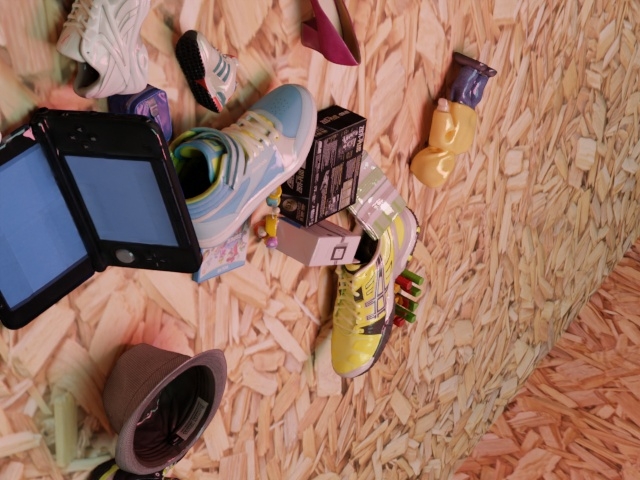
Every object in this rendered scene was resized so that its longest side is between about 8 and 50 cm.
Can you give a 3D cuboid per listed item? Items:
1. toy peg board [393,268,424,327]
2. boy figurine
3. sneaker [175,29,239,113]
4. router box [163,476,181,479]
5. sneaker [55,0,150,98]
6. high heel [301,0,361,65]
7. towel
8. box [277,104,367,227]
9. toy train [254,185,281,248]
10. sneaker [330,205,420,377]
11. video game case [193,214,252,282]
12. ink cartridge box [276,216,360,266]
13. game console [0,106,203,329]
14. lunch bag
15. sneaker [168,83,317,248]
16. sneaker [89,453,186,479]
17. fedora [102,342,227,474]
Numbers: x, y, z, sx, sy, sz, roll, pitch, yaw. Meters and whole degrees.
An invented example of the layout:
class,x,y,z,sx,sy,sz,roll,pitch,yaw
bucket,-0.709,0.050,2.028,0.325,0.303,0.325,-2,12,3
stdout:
class,x,y,z,sx,sy,sz,roll,pitch,yaw
toy peg board,0.162,0.139,2.203,0.160,0.079,0.161,-27,134,-44
boy figurine,0.285,-0.249,2.069,0.177,0.092,0.285,4,111,-57
sneaker,-0.162,-0.265,1.432,0.075,0.057,0.161,-51,152,-23
router box,-0.314,0.508,1.828,0.122,0.038,0.092,-60,149,-2
sneaker,-0.281,-0.275,1.216,0.115,0.090,0.232,-31,136,-36
high heel,0.019,-0.396,1.532,0.082,0.117,0.244,-32,138,-39
towel,0.098,-0.090,1.904,0.152,0.023,0.113,49,68,-20
box,0.002,-0.136,1.750,0.147,0.077,0.180,-29,136,-42
toy train,-0.095,-0.053,1.696,0.125,0.046,0.166,-97,-169,-67
sneaker,0.078,0.100,2.016,0.147,0.145,0.385,8,98,-48
video game case,-0.164,-0.016,1.660,0.119,0.015,0.166,-22,132,-47
ink cartridge box,0.000,0.000,1.830,0.180,0.104,0.060,-2,115,-56
game console,-0.322,-0.013,1.289,0.293,0.250,0.173,79,22,-47
lunch bag,-0.251,-0.171,1.361,0.067,0.065,0.098,-38,141,-34
sneaker,-0.121,-0.146,1.479,0.319,0.127,0.208,-55,163,-13
sneaker,-0.303,0.420,1.718,0.234,0.097,0.084,-24,133,-46
fedora,-0.275,0.258,1.604,0.243,0.124,0.275,-42,152,-26
